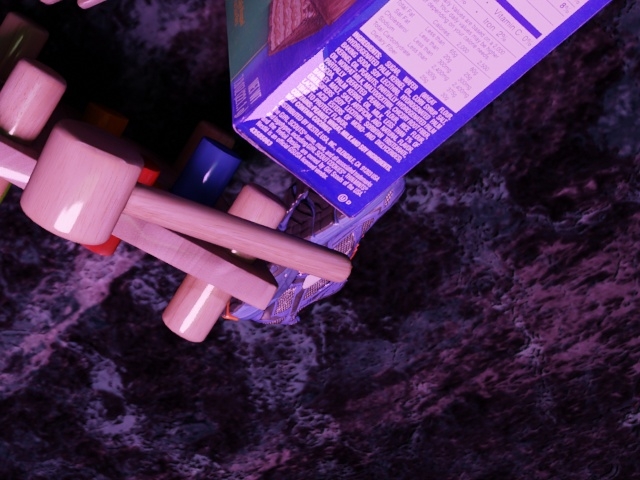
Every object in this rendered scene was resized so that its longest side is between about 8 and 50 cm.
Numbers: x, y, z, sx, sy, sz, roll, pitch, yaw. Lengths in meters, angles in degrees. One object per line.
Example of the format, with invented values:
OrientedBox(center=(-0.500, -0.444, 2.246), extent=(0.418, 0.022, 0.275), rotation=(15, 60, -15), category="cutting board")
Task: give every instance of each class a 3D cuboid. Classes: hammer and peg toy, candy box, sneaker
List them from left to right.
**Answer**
OrientedBox(center=(-0.147, -0.030, 0.909), extent=(0.266, 0.361, 0.127), rotation=(29, 100, -25), category="hammer and peg toy")
OrientedBox(center=(0.000, 0.000, 1.123), extent=(0.087, 0.083, 0.221), rotation=(24, 128, -37), category="sneaker")
OrientedBox(center=(0.080, -0.214, 0.837), extent=(0.317, 0.268, 0.122), rotation=(-40, 122, 23), category="candy box")

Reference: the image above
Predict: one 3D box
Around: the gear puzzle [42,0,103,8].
OrientedBox(center=(-0.068, -0.290, 0.840), extent=(0.339, 0.175, 0.044), rotation=(-20, 166, 11), category="gear puzzle")
